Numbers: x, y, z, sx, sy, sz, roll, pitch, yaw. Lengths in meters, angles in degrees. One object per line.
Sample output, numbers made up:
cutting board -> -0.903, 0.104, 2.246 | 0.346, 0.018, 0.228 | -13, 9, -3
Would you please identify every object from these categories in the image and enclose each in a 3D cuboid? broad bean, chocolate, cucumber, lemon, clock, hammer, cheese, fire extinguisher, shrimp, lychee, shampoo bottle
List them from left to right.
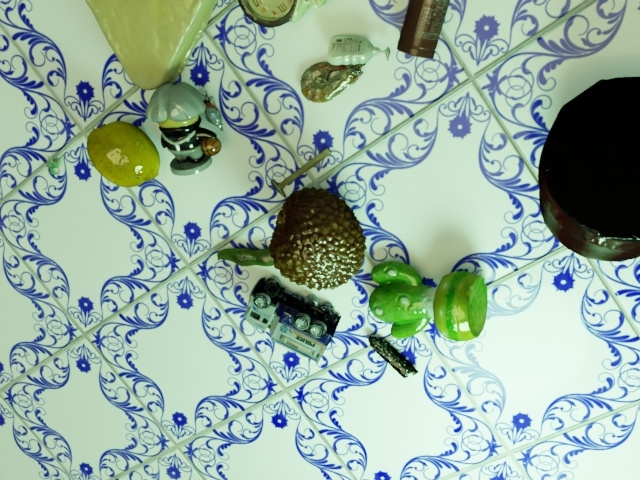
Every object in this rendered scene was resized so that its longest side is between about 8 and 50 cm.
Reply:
lemon -> -0.548, -0.239, 1.918 | 0.170, 0.170, 0.207 | -36, 105, 25
cheese -> -0.442, -0.569, 1.783 | 0.384, 0.104, 0.383 | 6, 114, 13
broad bean -> -0.167, 0.047, 1.997 | 0.298, 0.043, 0.060 | -4, 100, 16
clock -> -0.132, -0.707, 1.641 | 0.277, 0.120, 0.379 | -24, 109, 27
hammer -> -0.047, -0.189, 1.882 | 0.199, 0.013, 0.062 | -33, 100, 25
lychee -> 0.000, 0.000, 1.827 | 0.268, 0.267, 0.267 | 6, 113, 13
shrimp -> 0.032, -0.416, 1.751 | 0.190, 0.042, 0.101 | -20, 98, 23
shampoo bottle -> 0.097, -0.470, 1.697 | 0.152, 0.045, 0.077 | 4, 77, 16
cucumber -> 0.208, 0.339, 2.012 | 0.181, 0.053, 0.053 | 42, 116, -2
fire extinguisher -> 0.260, -0.568, 1.599 | 0.105, 0.105, 0.268 | 17, 115, 8
chocolate -> 0.674, -0.118, 1.535 | 0.384, 0.331, 0.383 | -6, 71, 17

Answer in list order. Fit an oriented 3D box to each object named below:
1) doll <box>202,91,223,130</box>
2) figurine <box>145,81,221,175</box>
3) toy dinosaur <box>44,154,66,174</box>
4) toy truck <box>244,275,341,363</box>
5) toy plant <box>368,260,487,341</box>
doll -> -0.295, -0.348, 1.870 | 0.057, 0.039, 0.114 | -25, 101, 18
figurine -> -0.362, -0.302, 1.833 | 0.176, 0.133, 0.236 | -3, 125, 14
toy dinosaur -> -0.796, -0.226, 2.070 | 0.083, 0.021, 0.062 | 1, 119, 19
toy truck -> -0.091, 0.232, 2.009 | 0.268, 0.124, 0.155 | 26, 121, 2
toy plant -> 0.281, 0.172, 1.876 | 0.316, 0.184, 0.224 | 5, 109, 31
